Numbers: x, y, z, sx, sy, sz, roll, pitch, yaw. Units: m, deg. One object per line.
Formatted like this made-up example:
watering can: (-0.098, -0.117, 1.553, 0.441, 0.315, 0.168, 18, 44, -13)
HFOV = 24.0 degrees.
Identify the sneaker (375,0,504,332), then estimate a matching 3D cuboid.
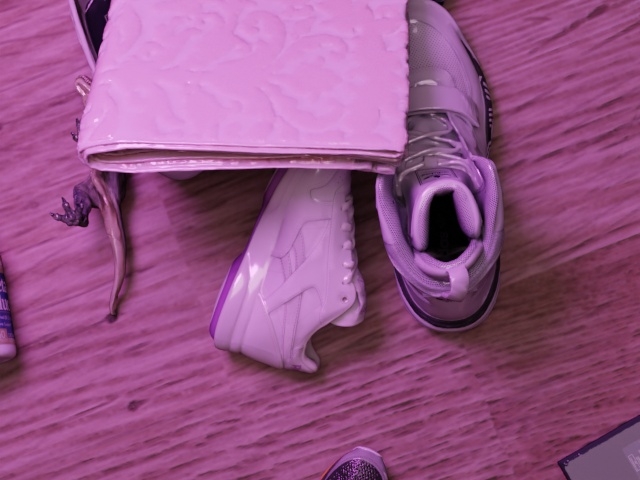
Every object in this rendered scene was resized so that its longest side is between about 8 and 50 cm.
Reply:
sneaker: (0.119, -0.094, 1.542, 0.137, 0.210, 0.366, -7, 81, 3)

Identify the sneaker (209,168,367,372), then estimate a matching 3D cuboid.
sneaker: (0.000, 0.000, 1.570, 0.152, 0.114, 0.305, 25, 111, 1)

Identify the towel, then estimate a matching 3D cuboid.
towel: (-0.065, -0.195, 1.520, 0.317, 0.053, 0.332, 2, 49, 3)

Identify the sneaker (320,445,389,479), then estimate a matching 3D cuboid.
sneaker: (0.012, 0.316, 1.554, 0.084, 0.083, 0.215, 22, 82, 9)

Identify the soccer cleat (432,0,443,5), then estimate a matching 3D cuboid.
soccer cleat: (0.104, -0.294, 1.651, 0.178, 0.060, 0.072, -4, 90, 2)

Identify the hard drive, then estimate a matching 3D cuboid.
hard drive: (0.329, 0.240, 1.572, 0.135, 0.022, 0.094, -30, 81, -1)

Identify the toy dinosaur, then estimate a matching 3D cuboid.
toy dinosaur: (-0.239, -0.059, 1.610, 0.064, 0.118, 0.268, -6, 80, 13)

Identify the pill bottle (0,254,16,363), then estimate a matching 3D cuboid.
pill bottle: (-0.386, 0.051, 1.616, 0.094, 0.094, 0.169, -12, 81, 2)

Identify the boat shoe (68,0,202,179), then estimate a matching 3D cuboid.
boat shoe: (-0.198, -0.183, 1.603, 0.096, 0.088, 0.268, -31, 64, 13)
